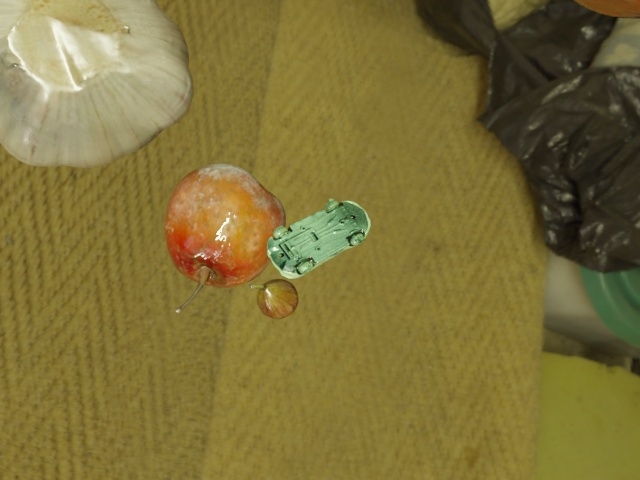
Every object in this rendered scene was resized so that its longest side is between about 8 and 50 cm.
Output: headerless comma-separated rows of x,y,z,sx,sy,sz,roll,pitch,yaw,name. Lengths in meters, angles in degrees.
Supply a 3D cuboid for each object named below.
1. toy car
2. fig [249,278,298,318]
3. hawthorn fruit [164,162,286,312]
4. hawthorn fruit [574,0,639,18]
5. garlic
0.000,0.000,1.222,0.186,0.058,0.093,-28,67,-25,toy car
-0.101,0.113,1.563,0.125,0.088,0.089,48,51,-57,fig
-0.192,-0.017,1.443,0.235,0.231,0.263,18,106,-53,hawthorn fruit
0.284,-0.261,0.545,0.224,0.224,0.261,-33,57,-31,hawthorn fruit
-0.332,-0.235,1.008,0.317,0.259,0.318,-2,95,-20,garlic
